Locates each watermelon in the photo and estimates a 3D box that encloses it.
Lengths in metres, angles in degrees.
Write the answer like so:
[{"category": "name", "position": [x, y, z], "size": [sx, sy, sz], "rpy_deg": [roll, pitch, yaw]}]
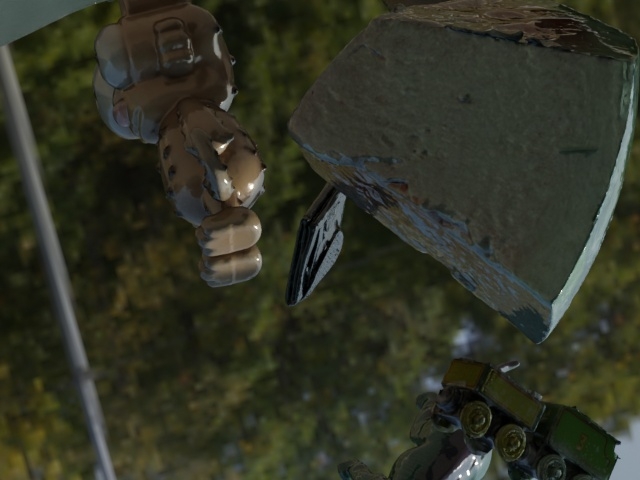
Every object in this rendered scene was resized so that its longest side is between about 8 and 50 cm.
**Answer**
[{"category": "watermelon", "position": [0.099, -0.083, 1.375], "size": [0.258, 0.228, 0.387], "rpy_deg": [10, -157, -15]}]

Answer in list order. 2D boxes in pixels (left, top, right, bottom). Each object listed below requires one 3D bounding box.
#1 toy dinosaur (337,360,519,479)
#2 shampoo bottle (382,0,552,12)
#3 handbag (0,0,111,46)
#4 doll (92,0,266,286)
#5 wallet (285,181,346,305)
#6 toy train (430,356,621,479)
[{"category": "toy dinosaur", "position": [0.139, 0.261, 1.985], "size": [0.383, 0.129, 0.331], "rpy_deg": [-45, -174, -13]}, {"category": "shampoo bottle", "position": [0.170, -0.234, 1.927], "size": [0.084, 0.126, 0.350], "rpy_deg": [24, -165, -37]}, {"category": "handbag", "position": [-0.294, -0.284, 1.712], "size": [0.247, 0.079, 0.260], "rpy_deg": [-30, 162, -23]}, {"category": "doll", "position": [-0.110, -0.095, 1.464], "size": [0.119, 0.154, 0.278], "rpy_deg": [-15, -132, -11]}, {"category": "wallet", "position": [0.000, 0.000, 1.572], "size": [0.026, 0.088, 0.129], "rpy_deg": [15, -156, 9]}, {"category": "toy train", "position": [0.178, 0.164, 1.547], "size": [0.060, 0.202, 0.081], "rpy_deg": [5, -115, 54]}]
